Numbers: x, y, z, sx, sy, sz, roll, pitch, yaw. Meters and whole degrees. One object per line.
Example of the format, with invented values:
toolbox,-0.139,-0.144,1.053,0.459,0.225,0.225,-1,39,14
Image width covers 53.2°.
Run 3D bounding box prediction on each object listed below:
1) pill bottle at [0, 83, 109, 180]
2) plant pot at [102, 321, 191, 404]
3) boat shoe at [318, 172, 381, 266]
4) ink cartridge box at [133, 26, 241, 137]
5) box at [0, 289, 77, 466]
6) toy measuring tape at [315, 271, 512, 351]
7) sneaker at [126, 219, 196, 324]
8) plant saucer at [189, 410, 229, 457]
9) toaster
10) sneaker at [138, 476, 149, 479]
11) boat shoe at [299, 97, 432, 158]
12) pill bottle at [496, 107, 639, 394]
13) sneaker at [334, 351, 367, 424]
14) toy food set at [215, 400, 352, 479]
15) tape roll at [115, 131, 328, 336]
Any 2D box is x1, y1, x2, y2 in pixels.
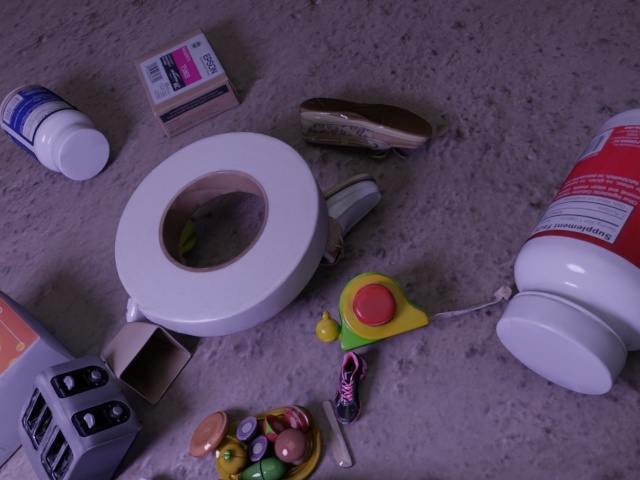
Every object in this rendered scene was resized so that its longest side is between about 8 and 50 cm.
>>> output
pill bottle,-0.617,-0.250,1.490,0.264,0.153,0.153,33,71,31
plant pot,-0.318,0.205,1.136,0.096,0.109,0.109,19,64,39
boat shoe,0.000,0.000,1.182,0.302,0.113,0.103,-38,61,-2
ink cartridge box,-0.324,-0.382,1.535,0.193,0.088,0.235,-28,53,-2
box,-0.631,0.278,1.132,0.215,0.168,0.345,31,69,31
toy measuring tape,0.146,0.093,1.068,0.330,0.121,0.121,-17,54,-3
sneaker,-0.333,0.062,1.257,0.126,0.091,0.240,0,56,38
plant saucer,-0.184,0.315,1.047,0.083,0.013,0.083,-36,24,19
toaster,-0.397,0.307,1.043,0.168,0.110,0.186,48,120,27
sneaker,-0.244,0.432,0.984,0.152,0.058,0.085,13,56,28
boat shoe,0.092,-0.229,1.326,0.285,0.089,0.104,17,37,22
pill bottle,0.441,0.014,0.965,0.229,0.229,0.408,27,68,29
sneaker,0.045,0.235,1.036,0.047,0.057,0.119,1,59,14
toy food set,-0.072,0.317,1.006,0.217,0.071,0.128,-17,54,4
tape roll,-0.179,-0.020,1.139,0.392,0.072,0.392,-8,59,13
